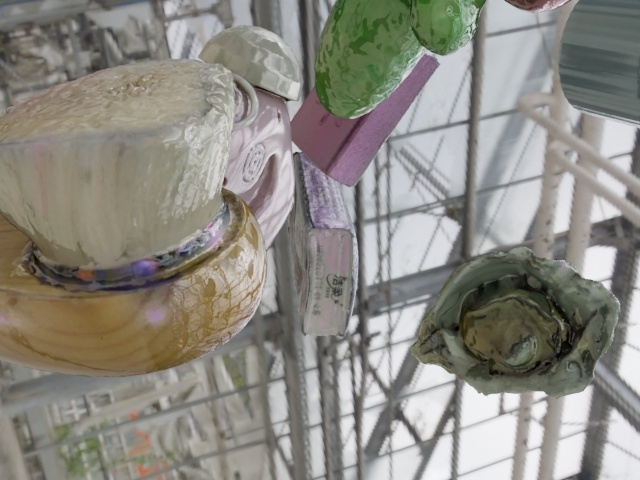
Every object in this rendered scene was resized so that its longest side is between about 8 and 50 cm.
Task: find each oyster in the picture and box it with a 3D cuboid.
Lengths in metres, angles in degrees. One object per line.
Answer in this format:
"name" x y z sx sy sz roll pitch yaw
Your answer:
"oyster" 0.108 0.050 0.485 0.100 0.037 0.098 38 -72 35

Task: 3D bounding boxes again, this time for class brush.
"brush" -0.173 -0.015 0.605 0.174 0.266 0.166 -81 162 -58

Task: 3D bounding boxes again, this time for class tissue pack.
"tissue pack" 0.000 0.000 1.857 0.361 0.122 0.259 -98 -172 -59

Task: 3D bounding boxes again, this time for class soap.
"soap" 0.065 -0.241 1.521 0.259 0.081 0.181 -55 -140 14

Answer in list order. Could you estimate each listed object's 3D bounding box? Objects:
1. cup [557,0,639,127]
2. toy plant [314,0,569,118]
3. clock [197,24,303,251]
"cup" 0.616 -0.332 1.516 0.311 0.331 0.257 25 -22 47
"toy plant" 0.143 -0.265 0.760 0.211 0.356 0.317 56 -7 31
"clock" -0.150 -0.092 1.209 0.326 0.184 0.342 94 20 -50
